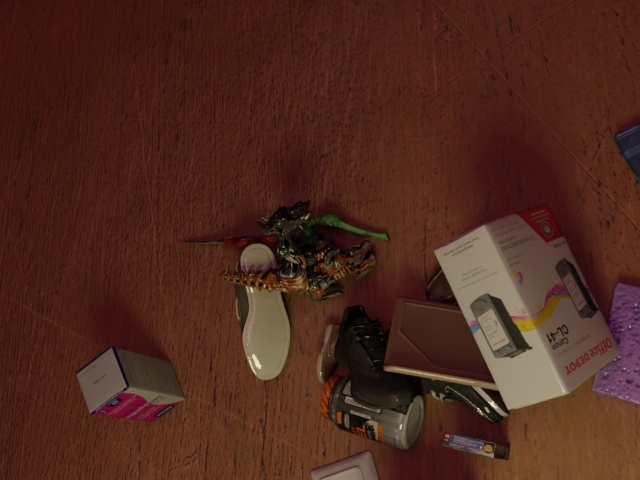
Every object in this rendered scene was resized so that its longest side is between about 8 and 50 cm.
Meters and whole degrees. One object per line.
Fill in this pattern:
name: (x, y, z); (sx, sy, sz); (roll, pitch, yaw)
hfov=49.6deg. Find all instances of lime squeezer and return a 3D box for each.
lime squeezer: (0.000, 0.000, 1.612); (0.311, 0.059, 0.109); (-22, 96, 17)

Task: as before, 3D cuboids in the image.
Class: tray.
tray: (0.070, 0.570, 1.372); (0.145, 0.030, 0.270); (-24, 63, 15)

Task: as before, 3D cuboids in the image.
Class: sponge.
sponge: (0.578, 0.191, 1.262); (0.117, 0.031, 0.210); (12, 77, 29)

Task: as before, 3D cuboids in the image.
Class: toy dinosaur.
toy dinosaur: (-0.048, 0.041, 1.508); (0.322, 0.218, 0.164); (-18, 16, -22)

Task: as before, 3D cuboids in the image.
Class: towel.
towel: (0.636, -0.173, 1.368); (0.067, 0.029, 0.119); (-26, 62, 16)

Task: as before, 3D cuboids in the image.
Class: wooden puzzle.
wooden puzzle: (0.240, 0.195, 1.314); (0.221, 0.044, 0.238); (9, 31, 8)

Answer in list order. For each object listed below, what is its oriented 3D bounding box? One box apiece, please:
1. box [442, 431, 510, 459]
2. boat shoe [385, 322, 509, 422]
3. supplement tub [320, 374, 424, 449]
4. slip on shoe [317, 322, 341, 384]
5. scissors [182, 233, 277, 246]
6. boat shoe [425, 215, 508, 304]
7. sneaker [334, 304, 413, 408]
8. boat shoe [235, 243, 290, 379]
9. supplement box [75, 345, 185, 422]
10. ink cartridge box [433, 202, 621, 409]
box: (0.288, 0.378, 1.272); (0.094, 0.137, 0.027); (7, 76, 27)
boat shoe: (0.237, 0.264, 1.361); (0.091, 0.114, 0.302); (-50, 46, 3)
supplement tub: (0.102, 0.338, 1.390); (0.191, 0.117, 0.117); (10, 76, 29)
slip on shoe: (0.027, 0.245, 1.502); (0.041, 0.051, 0.135); (2, 65, 29)
scissors: (-0.224, 0.003, 1.720); (0.297, 0.109, 0.021); (-2, 100, 49)
boat shoe: (0.310, 0.036, 1.411); (0.257, 0.095, 0.095); (-42, 59, 7)
sneaker: (0.094, 0.223, 1.348); (0.286, 0.109, 0.130); (-136, 42, -60)
boat shoe: (-0.138, 0.163, 1.584); (0.109, 0.091, 0.304); (-4, 82, -19)
supplement box: (-0.431, 0.334, 1.592); (0.111, 0.220, 0.114); (-37, 61, 10)
ink cartridge box: (0.368, 0.108, 1.224); (0.131, 0.226, 0.306); (-35, 76, 46)
